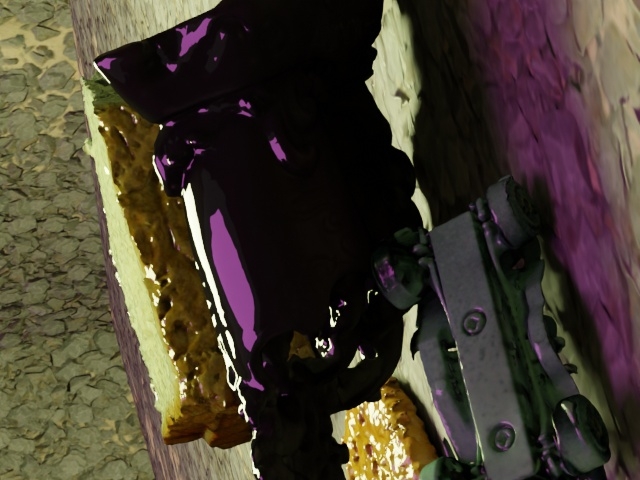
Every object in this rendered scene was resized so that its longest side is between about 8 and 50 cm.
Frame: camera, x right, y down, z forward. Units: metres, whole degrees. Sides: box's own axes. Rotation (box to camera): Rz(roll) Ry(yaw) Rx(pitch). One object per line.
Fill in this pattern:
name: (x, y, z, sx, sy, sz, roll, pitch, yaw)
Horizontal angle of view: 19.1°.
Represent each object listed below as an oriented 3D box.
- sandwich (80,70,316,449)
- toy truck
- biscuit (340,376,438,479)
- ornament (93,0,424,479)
sandwich: (-0.105, 0.001, 1.587, 0.262, 0.131, 0.325, 114, 140, -75)
toy truck: (0.082, 0.052, 0.829, 0.078, 0.080, 0.154, 32, -144, -48)
biscuit: (0.056, 0.207, 1.219, 0.254, 0.035, 0.254, 167, 90, -79)
ornament: (0.000, 0.000, 0.946, 0.251, 0.106, 0.260, -41, -66, -68)
